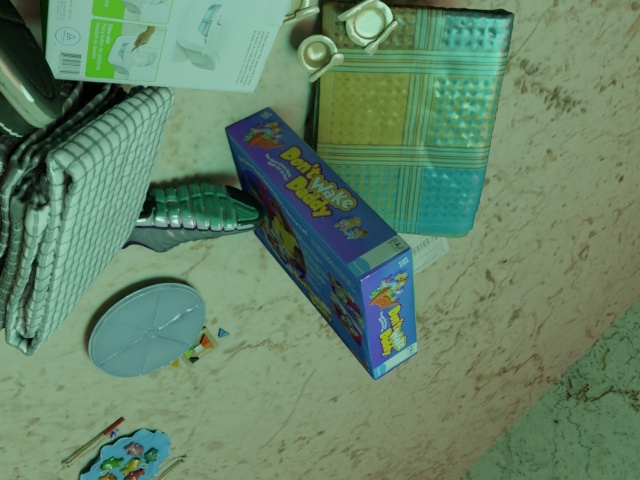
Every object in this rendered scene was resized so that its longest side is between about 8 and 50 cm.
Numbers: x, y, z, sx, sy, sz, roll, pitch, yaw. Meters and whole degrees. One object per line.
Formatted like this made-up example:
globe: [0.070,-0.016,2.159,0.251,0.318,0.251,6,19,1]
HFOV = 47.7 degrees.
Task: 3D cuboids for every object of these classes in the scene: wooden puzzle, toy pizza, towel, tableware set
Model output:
wooden puzzle: [-0.222,0.194,1.301,0.116,0.014,0.078,-38,143,-5]
toy pizza: [-0.282,0.143,1.183,0.201,0.032,0.201,-24,138,-23]
towel: [-0.291,-0.045,0.808,0.284,0.121,0.235,-62,-179,39]
towel: [0.123,-0.168,1.084,0.271,0.040,0.370,4,125,1]
tableware set: [0.010,-0.298,0.949,0.141,0.020,0.169,-30,125,15]

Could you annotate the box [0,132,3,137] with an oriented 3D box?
box: [-0.436,-0.086,0.755,0.153,0.108,0.207,14,118,-48]

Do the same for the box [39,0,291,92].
box: [-0.146,-0.281,0.705,0.231,0.127,0.262,-2,147,-23]

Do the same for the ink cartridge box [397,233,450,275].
ink cartridge box: [0.135,-0.025,1.356,0.185,0.065,0.311,-37,145,-6]

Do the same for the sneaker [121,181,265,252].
sneaker: [-0.196,-0.026,1.042,0.223,0.083,0.098,2,139,-17]

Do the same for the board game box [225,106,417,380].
board game box: [0.000,0.000,1.026,0.078,0.347,0.233,-30,142,-16]

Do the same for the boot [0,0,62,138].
boot: [-0.427,-0.170,0.568,0.284,0.138,0.377,-40,112,4]

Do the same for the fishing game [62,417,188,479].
fishing game: [-0.372,0.441,1.396,0.189,0.041,0.264,-38,143,-9]
